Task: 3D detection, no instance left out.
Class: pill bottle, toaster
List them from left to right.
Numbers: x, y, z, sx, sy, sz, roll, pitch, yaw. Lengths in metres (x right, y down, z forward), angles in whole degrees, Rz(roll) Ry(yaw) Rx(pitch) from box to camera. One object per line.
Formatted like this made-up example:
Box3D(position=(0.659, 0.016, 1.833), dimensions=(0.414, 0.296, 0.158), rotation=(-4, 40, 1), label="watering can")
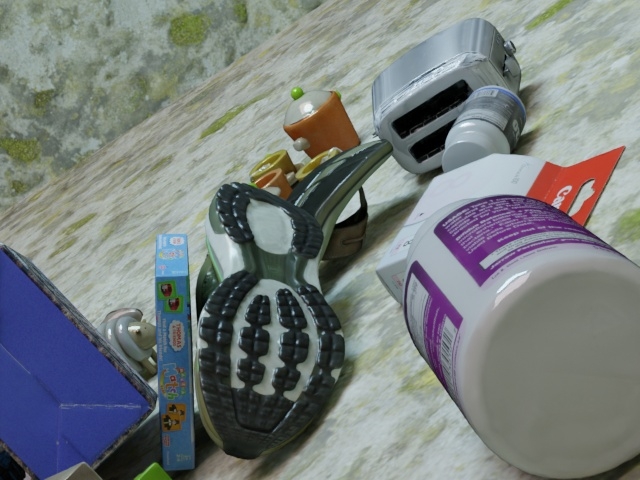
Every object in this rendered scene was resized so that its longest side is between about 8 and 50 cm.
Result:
Box3D(position=(0.151, -0.177, 1.939), dimensions=(0.227, 0.129, 0.146), rotation=(-29, 19, 17), label="toaster")
Box3D(position=(0.191, -0.119, 1.783), dimensions=(0.078, 0.078, 0.137), rotation=(-25, 20, 33), label="pill bottle")
Box3D(position=(0.158, 0.057, 1.193), dimensions=(0.169, 0.169, 0.301), rotation=(-36, 16, 1), label="pill bottle")

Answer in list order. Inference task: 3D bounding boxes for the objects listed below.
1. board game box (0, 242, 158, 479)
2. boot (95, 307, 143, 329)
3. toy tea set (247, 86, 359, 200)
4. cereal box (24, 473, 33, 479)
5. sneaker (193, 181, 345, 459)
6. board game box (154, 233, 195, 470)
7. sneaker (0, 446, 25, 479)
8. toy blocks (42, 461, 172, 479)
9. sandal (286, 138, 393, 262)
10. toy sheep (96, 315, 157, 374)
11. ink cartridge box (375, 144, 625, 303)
Box3D(position=(-0.303, 0.140, 1.645), dimensions=(0.141, 0.232, 0.291), rotation=(-44, 2, -7), label="board game box")
Box3D(position=(-0.306, 0.146, 2.129), dimensions=(0.118, 0.042, 0.087), rotation=(-28, 24, 28), label="boot")
Box3D(position=(-0.051, -0.115, 2.178), dimensions=(0.200, 0.124, 0.336), rotation=(-32, 16, 14), label="toy tea set")
Box3D(position=(-0.416, 0.357, 1.732), dimensions=(0.240, 0.047, 0.173), rotation=(-33, 18, 10), label="cereal box")
Box3D(position=(-0.074, 0.114, 1.626), dimensions=(0.410, 0.158, 0.182), rotation=(-88, 17, -57), label="sneaker")
Box3D(position=(-0.155, 0.115, 1.620), dimensions=(0.039, 0.212, 0.160), rotation=(-1, 16, -6), label="board game box")
Box3D(position=(-0.399, 0.300, 1.660), dimensions=(0.083, 0.071, 0.191), rotation=(-22, 25, 47), label="sneaker")
Box3D(position=(-0.321, 0.352, 1.387), dimensions=(0.381, 0.191, 0.261), rotation=(-45, 7, -31), label="toy blocks")
Box3D(position=(-0.001, 0.001, 1.847), dimensions=(0.120, 0.086, 0.303), rotation=(-3, 52, 58), label="sandal")
Box3D(position=(-0.260, 0.145, 1.941), dimensions=(0.132, 0.091, 0.091), rotation=(-32, 17, 15), label="toy sheep")
Box3D(position=(0.187, -0.036, 1.602), dimensions=(0.232, 0.066, 0.189), rotation=(-28, 17, 40), label="ink cartridge box")
